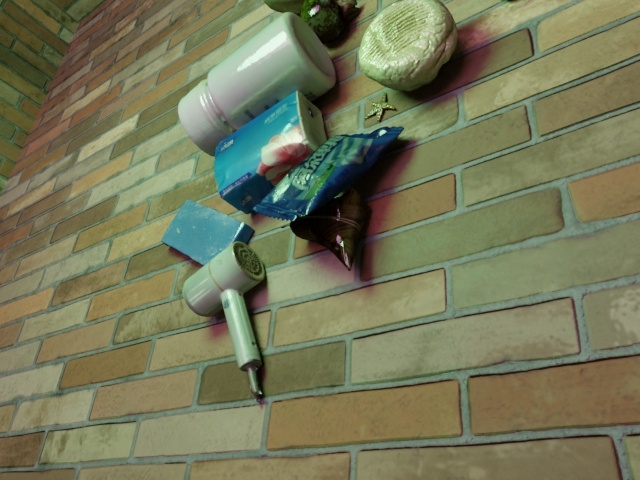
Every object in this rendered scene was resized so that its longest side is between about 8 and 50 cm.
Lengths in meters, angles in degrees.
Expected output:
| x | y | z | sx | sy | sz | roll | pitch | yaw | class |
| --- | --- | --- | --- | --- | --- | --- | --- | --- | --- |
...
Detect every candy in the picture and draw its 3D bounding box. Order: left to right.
| x | y | z | sx | sy | sz | roll | pitch | yaw | class |
| --- | --- | --- | --- | --- | --- | --- | --- | --- | --- |
| 0.015 | -0.143 | 1.163 | 0.331 | 0.077 | 0.187 | -43 | 28 | -22 | candy |

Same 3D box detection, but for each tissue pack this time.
| x | y | z | sx | sy | sz | roll | pitch | yaw | class |
| --- | --- | --- | --- | --- | --- | --- | --- | --- | --- |
| -0.124 | -0.217 | 1.360 | 0.270 | 0.137 | 0.209 | -29 | 46 | 25 | tissue pack |

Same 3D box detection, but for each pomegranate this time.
| x | y | z | sx | sy | sz | roll | pitch | yaw | class |
| --- | --- | --- | --- | --- | --- | --- | --- | --- | --- |
| 0.024 | -0.599 | 1.521 | 0.138 | 0.163 | 0.125 | -127 | 38 | -62 | pomegranate |

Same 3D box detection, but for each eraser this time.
| x | y | z | sx | sy | sz | roll | pitch | yaw | class |
| --- | --- | --- | --- | --- | --- | --- | --- | --- | --- |
| -0.302 | -0.014 | 1.451 | 0.312 | 0.043 | 0.144 | 22 | 78 | 47 | eraser |

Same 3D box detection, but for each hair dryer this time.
| x | y | z | sx | sy | sz | roll | pitch | yaw | class |
| --- | --- | --- | --- | --- | --- | --- | --- | --- | --- |
| -0.183 | 0.184 | 1.185 | 0.173 | 0.108 | 0.357 | -38 | 50 | 20 | hair dryer |

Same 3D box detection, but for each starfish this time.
| x | y | z | sx | sy | sz | roll | pitch | yaw | class |
| --- | --- | --- | --- | --- | --- | --- | --- | --- | --- |
| 0.139 | -0.309 | 1.283 | 0.086 | 0.016 | 0.092 | -1 | 60 | 39 | starfish |

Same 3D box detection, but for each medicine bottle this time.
| x | y | z | sx | sy | sz | roll | pitch | yaw | class |
| --- | --- | --- | --- | --- | --- | --- | --- | --- | --- |
| -0.169 | -0.392 | 1.460 | 0.388 | 0.219 | 0.219 | -30 | 47 | 24 | medicine bottle |

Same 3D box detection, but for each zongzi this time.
| x | y | z | sx | sy | sz | roll | pitch | yaw | class |
| --- | --- | --- | --- | --- | --- | --- | --- | --- | --- |
| 0.000 | 0.000 | 1.139 | 0.187 | 0.084 | 0.184 | -16 | 47 | 35 | zongzi |

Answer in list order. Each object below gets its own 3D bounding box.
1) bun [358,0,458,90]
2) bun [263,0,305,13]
| x | y | z | sx | sy | sz | roll | pitch | yaw | class |
| --- | --- | --- | --- | --- | --- | --- | --- | --- | --- |
| 0.200 | -0.415 | 1.211 | 0.221 | 0.134 | 0.220 | -16 | 59 | 28 | bun |
| -0.059 | -0.790 | 1.623 | 0.205 | 0.281 | 0.281 | 12 | 68 | 9 | bun |
